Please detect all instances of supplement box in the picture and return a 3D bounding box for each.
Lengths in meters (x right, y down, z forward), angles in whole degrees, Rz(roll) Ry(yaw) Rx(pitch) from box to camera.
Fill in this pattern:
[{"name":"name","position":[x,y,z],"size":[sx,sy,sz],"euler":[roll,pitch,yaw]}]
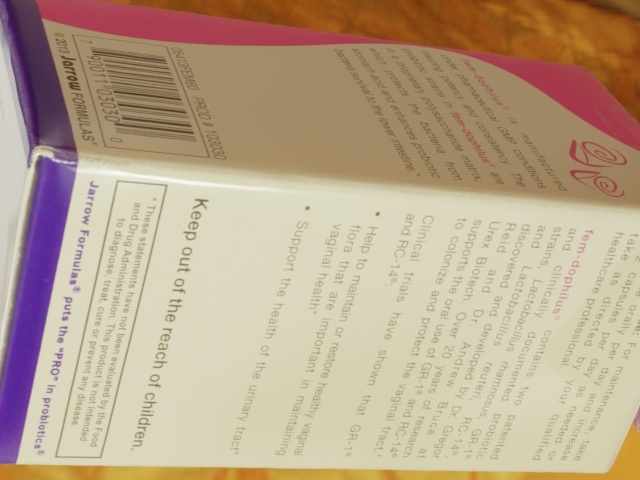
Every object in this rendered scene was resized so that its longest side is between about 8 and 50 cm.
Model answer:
[{"name":"supplement box","position":[0.000,0.000,0.492],"size":[0.220,0.111,0.114],"euler":[4,122,-20]}]

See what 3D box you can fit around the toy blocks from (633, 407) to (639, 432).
[{"name":"toy blocks","position":[0.286,0.027,0.531],"size":[0.288,0.309,0.260],"euler":[34,105,-4]}]
